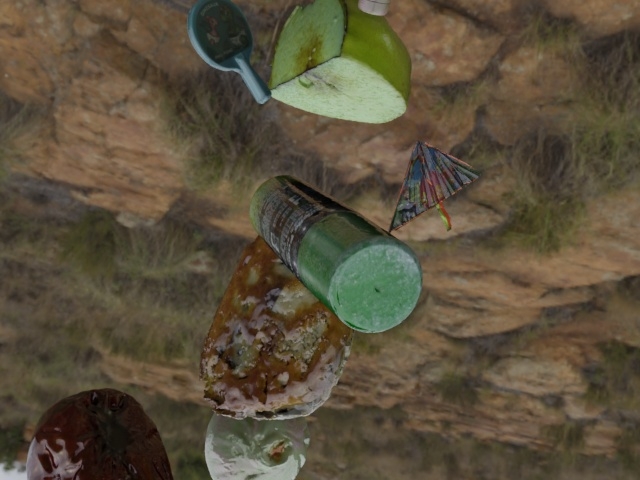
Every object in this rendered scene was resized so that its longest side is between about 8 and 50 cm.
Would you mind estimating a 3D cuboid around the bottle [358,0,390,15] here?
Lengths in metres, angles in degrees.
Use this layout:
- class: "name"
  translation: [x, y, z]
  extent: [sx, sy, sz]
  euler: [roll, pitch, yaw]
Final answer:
- class: "bottle"
  translation: [0.075, -0.334, 0.827]
  extent: [0.045, 0.097, 0.045]
  euler: [11, -151, -6]

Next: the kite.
- class: "kite"
  translation: [0.195, -0.092, 1.193]
  extent: [0.014, 0.241, 0.183]
  euler: [11, 133, 58]

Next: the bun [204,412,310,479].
- class: "bun"
  translation: [-0.134, 0.508, 1.649]
  extent: [0.293, 0.293, 0.187]
  euler: [25, 158, -37]

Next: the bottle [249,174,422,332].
- class: "bottle"
  translation: [0.000, 0.000, 0.703]
  extent: [0.093, 0.093, 0.330]
  euler: [20, -172, -21]

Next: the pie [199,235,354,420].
- class: "pie"
  translation: [-0.064, 0.131, 0.974]
  extent: [0.308, 0.309, 0.085]
  euler: [3, 159, 37]

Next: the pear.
- class: "pear"
  translation: [0.067, -0.329, 1.230]
  extent: [0.292, 0.160, 0.292]
  euler: [14, 167, 3]

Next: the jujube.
- class: "jujube"
  translation: [-0.445, 0.499, 1.355]
  extent: [0.276, 0.377, 0.276]
  euler: [-19, 159, -7]

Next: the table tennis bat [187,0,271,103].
- class: "table tennis bat"
  translation: [-0.150, -0.325, 1.142]
  extent: [0.033, 0.124, 0.201]
  euler: [-9, 122, 51]
